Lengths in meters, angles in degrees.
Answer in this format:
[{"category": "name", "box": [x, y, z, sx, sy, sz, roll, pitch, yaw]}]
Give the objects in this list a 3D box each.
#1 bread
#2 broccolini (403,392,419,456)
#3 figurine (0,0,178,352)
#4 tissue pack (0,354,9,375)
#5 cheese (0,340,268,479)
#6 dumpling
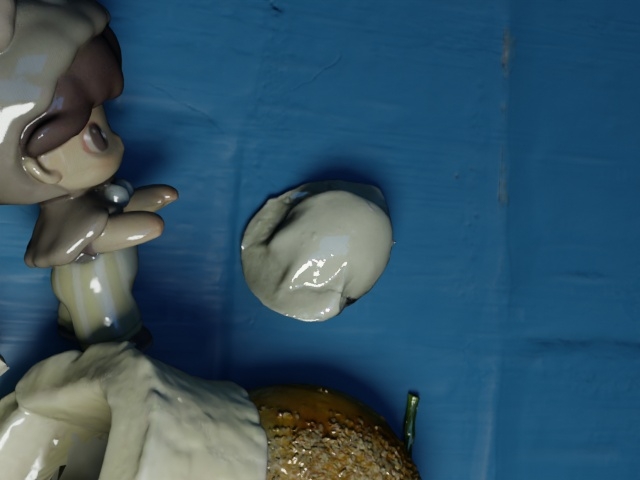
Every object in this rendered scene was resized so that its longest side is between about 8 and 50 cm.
[{"category": "bread", "box": [-0.033, 0.288, 1.093, 0.306, 0.159, 0.305, 1, 87, -19]}, {"category": "broccolini", "box": [0.100, 0.239, 1.217, 0.035, 0.030, 0.139, 14, 78, -28]}, {"category": "figurine", "box": [-0.254, -0.073, 1.013, 0.203, 0.248, 0.380, -17, 106, 3]}, {"category": "tissue pack", "box": [-0.422, 0.133, 0.980, 0.234, 0.125, 0.159, -44, 103, -17]}, {"category": "cheese", "box": [-0.201, 0.248, 0.954, 0.153, 0.292, 0.332, 33, 78, -39]}, {"category": "dumpling", "box": [-0.001, 0.001, 1.161, 0.150, 0.092, 0.176, 29, 83, -2]}]
